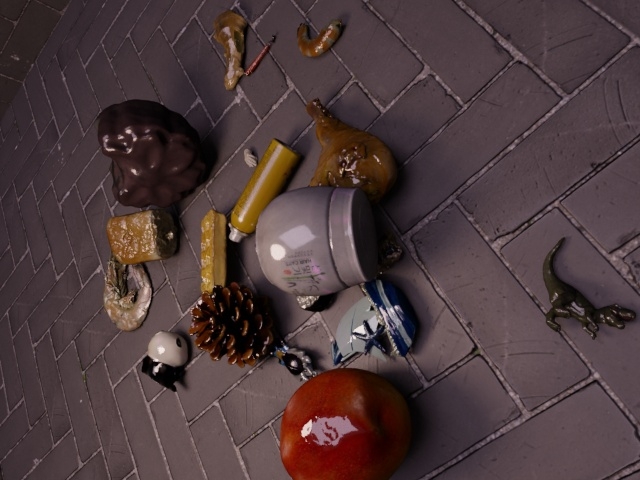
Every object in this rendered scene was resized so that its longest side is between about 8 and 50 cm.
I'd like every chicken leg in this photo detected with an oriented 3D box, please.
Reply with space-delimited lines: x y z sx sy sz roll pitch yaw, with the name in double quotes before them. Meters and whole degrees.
"chicken leg" 0.036 -0.227 1.343 0.295 0.182 0.409 -56 51 34

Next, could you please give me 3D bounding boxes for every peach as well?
"peach" 0.060 0.441 1.111 0.332 0.308 0.308 -49 53 57

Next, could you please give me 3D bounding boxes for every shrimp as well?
"shrimp" -0.768 0.181 1.894 0.247 0.085 0.360 -23 73 21
"shrimp" -0.007 -0.660 1.508 0.161 0.049 0.166 -41 54 25

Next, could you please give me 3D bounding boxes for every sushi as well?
"sushi" -0.007 0.130 1.350 0.090 0.078 0.150 23 90 36

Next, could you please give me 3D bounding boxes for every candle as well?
"candle" -0.206 -0.639 1.656 0.026 0.021 0.167 46 109 4

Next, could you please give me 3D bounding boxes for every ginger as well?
"ginger" -0.327 -0.690 1.717 0.131 0.086 0.294 -1 86 13

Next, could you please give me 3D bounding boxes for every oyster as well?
"oyster" 0.145 0.041 1.276 0.148 0.051 0.103 -48 51 31

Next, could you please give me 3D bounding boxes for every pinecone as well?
"pinecone" -0.267 0.241 1.418 0.264 0.264 0.264 -7 79 35

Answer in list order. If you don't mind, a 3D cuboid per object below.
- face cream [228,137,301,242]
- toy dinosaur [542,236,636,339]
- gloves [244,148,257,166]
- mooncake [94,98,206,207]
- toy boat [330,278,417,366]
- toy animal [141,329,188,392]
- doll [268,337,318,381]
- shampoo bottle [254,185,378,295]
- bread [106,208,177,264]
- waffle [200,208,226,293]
"face cream" -0.190 -0.147 1.512 0.105 0.105 0.348 41 105 33
"toy dinosaur" 0.548 0.110 0.999 0.187 0.087 0.179 26 61 20
"gloves" -0.241 -0.280 1.616 0.081 0.037 0.044 51 147 24
"mooncake" -0.583 -0.285 1.657 0.351 0.381 0.212 -14 51 -8
"toy boat" 0.135 0.246 1.243 0.210 0.070 0.291 41 110 38
"toy animal" -0.528 0.408 1.653 0.166 0.138 0.179 18 84 16
"doll" -0.077 0.345 1.374 0.195 0.070 0.096 21 110 43
"shampoo bottle" 0.000 0.000 1.185 0.266 0.273 0.273 -7 78 22
"bread" -0.635 -0.015 1.766 0.246 0.176 0.195 -7 96 21
"waffle" -0.355 0.044 1.585 0.168 0.057 0.274 154 116 -62
